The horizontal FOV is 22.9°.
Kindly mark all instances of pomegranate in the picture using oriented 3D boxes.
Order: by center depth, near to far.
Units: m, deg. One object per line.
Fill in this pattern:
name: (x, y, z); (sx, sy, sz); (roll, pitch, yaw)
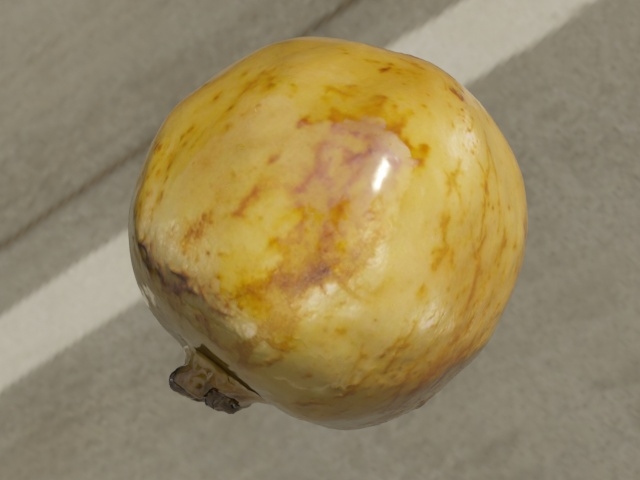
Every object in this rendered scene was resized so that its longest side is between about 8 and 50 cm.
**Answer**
pomegranate: (0.000, 0.000, 0.895); (0.248, 0.248, 0.248); (-23, 50, 31)
